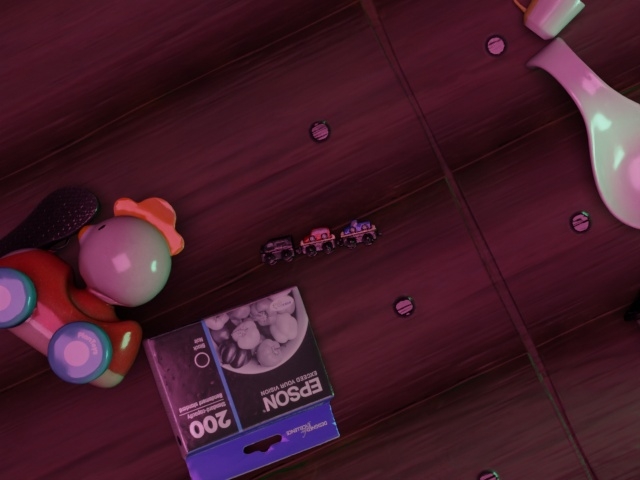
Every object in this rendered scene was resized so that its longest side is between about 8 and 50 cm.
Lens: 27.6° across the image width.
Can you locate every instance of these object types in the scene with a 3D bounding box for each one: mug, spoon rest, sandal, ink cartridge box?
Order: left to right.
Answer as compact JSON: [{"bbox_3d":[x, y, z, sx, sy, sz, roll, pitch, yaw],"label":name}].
[{"bbox_3d":[-0.354,-0.010,1.680,0.179,0.040,0.067,-34,64,16],"label":"sandal"},{"bbox_3d":[-0.094,0.188,1.646,0.206,0.045,0.208,-20,92,-15],"label":"ink cartridge box"},{"bbox_3d":[0.284,-0.290,1.635,0.062,0.078,0.064,28,104,-31],"label":"mug"},{"bbox_3d":[0.365,-0.134,1.618,0.137,0.084,0.276,-41,89,4],"label":"spoon rest"}]

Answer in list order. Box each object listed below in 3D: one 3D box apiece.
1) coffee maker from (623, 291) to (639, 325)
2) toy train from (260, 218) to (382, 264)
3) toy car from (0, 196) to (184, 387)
[{"bbox_3d":[0.496,0.094,1.604,0.178,0.120,0.171,43,93,0],"label":"coffee maker"},{"bbox_3d":[0.000,0.000,1.671,0.158,0.027,0.036,-11,81,4],"label":"toy train"},{"bbox_3d":[-0.276,0.037,1.597,0.210,0.219,0.238,35,85,1],"label":"toy car"}]
